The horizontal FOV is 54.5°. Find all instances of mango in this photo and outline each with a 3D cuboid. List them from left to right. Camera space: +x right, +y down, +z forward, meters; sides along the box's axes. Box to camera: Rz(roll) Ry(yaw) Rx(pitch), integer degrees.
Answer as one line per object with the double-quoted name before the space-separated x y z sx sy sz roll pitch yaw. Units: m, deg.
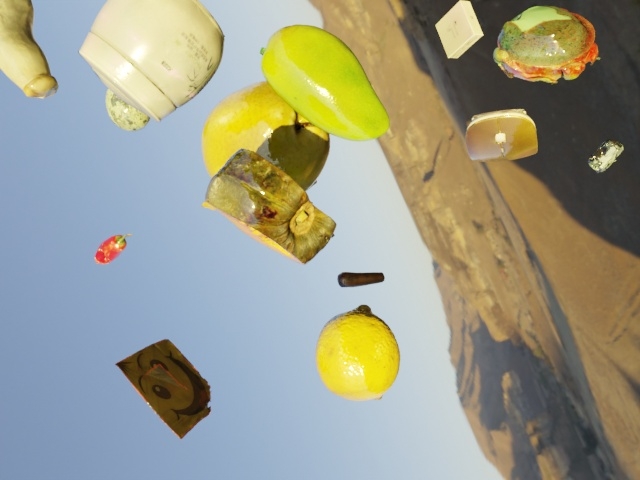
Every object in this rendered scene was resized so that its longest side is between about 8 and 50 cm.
"mango" 0.019 -0.359 1.430 0.343 0.192 0.156 41 175 -2

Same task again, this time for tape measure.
"tape measure" 0.726 -0.217 1.584 0.054 0.091 0.094 46 -160 20

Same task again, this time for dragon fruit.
"dragon fruit" 0.602 -0.536 1.686 0.295 0.268 0.130 43 170 43

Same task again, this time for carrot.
"carrot" 0.137 0.132 2.121 0.055 0.161 0.055 178 90 -78

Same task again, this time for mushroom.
"mushroom" -0.612 -0.414 1.230 0.109 0.097 0.351 11 -135 -56

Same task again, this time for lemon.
"lemon" 0.098 0.302 1.672 0.228 0.228 0.254 45 -148 -62

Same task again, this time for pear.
"pear" -0.160 -0.268 1.764 0.418 0.362 0.362 -20 94 58

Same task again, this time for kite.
"kite" -0.442 0.407 1.777 0.327 0.013 0.377 33 -159 -33

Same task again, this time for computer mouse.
"computer mouse" 0.345 -0.187 1.181 0.245 0.126 0.056 24 -118 -70

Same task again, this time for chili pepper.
"chili pepper" -0.589 0.023 1.743 0.059 0.191 0.050 51 -143 -8

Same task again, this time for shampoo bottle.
"shampoo bottle" -0.376 -0.430 1.404 0.273 0.266 0.273 38 176 3

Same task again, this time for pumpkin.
"pumpkin" -0.110 -0.068 1.293 0.221 0.139 0.317 27 175 32

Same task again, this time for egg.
"egg" -0.599 -0.421 1.931 0.172 0.132 0.132 60 -170 8

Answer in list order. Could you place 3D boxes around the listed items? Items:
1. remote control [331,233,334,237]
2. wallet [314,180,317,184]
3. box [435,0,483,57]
"remote control" 0.000 0.000 1.876 0.034 0.091 0.016 58 -178 17
"wallet" -0.113 -0.188 2.120 0.243 0.039 0.133 -45 -71 -37
"box" 0.457 -0.694 2.049 0.051 0.130 0.129 -9 -105 -34
